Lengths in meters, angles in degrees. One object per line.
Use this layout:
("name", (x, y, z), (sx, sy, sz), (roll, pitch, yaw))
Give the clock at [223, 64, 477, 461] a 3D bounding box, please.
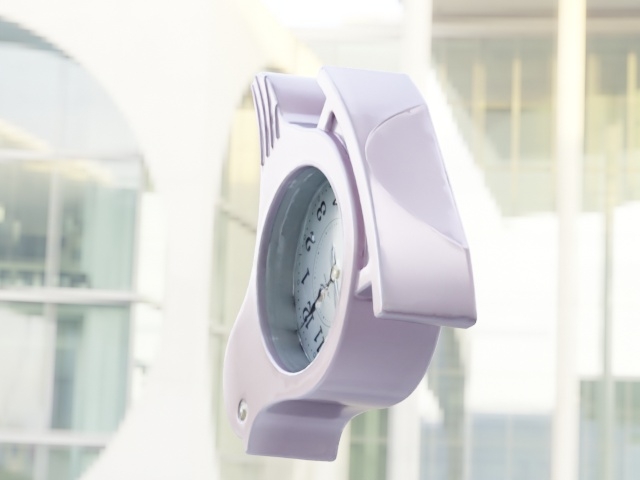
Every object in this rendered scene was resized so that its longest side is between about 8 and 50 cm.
("clock", (0.000, 0.000, 1.423), (0.080, 0.290, 0.275), (7, -37, -24))
